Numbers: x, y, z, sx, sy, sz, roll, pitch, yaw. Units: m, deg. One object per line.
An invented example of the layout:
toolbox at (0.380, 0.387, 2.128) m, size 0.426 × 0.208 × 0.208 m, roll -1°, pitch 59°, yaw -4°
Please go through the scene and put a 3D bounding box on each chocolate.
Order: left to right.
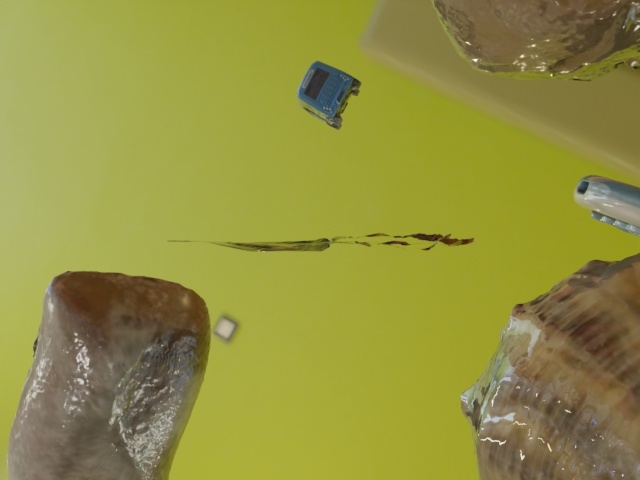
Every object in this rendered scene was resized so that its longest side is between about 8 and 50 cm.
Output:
chocolate at (-0.216, 0.182, 1.200) m, size 0.185 × 0.303 × 0.100 m, roll 6°, pitch -150°, yaw -24°

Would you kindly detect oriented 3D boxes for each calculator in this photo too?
calculator at (0.332, 0.014, 0.861) m, size 0.303 × 0.042 × 0.188 m, roll 18°, pitch -176°, yaw -7°

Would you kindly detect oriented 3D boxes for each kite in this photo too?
kite at (0.000, 0.002, 0.959) m, size 0.245 × 0.015 × 0.141 m, roll -1°, pitch -177°, yaw 21°

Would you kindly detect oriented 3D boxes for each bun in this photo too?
bun at (0.193, -0.242, 0.768) m, size 0.205 × 0.281 × 0.282 m, roll 2°, pitch 162°, yaw 39°

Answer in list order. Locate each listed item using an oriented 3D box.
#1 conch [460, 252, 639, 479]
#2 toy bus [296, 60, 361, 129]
conch at (0.189, 0.093, 0.462) m, size 0.159 × 0.210 × 0.291 m, roll 42°, pitch -176°, yaw -46°
toy bus at (0.004, -0.117, 0.927) m, size 0.046 × 0.038 × 0.083 m, roll 27°, pitch -179°, yaw -1°
